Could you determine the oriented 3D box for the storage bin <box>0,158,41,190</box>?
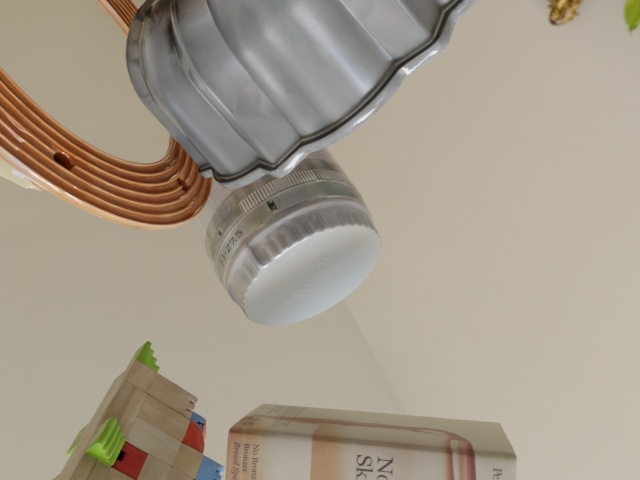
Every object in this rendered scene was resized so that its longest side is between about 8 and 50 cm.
[{"bbox_3d":[-0.791,-0.246,1.308,0.260,0.262,0.123,32,-111,-32],"label":"storage bin"}]

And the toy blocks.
[{"bbox_3d":[-0.298,0.408,0.909,0.260,0.190,0.382,39,-147,-18],"label":"toy blocks"}]

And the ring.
[{"bbox_3d":[-0.208,-0.154,0.428,0.337,0.032,0.337,52,-161,-27],"label":"ring"}]

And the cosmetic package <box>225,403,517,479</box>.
[{"bbox_3d":[0.054,0.278,0.571,0.295,0.129,0.153,0,-95,11],"label":"cosmetic package"}]

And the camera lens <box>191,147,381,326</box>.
[{"bbox_3d":[-0.068,-0.050,0.720,0.219,0.220,0.274,-10,-128,-33],"label":"camera lens"}]

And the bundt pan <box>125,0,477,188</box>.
[{"bbox_3d":[-0.026,-0.209,0.401,0.124,0.330,0.331,41,-143,-33],"label":"bundt pan"}]
